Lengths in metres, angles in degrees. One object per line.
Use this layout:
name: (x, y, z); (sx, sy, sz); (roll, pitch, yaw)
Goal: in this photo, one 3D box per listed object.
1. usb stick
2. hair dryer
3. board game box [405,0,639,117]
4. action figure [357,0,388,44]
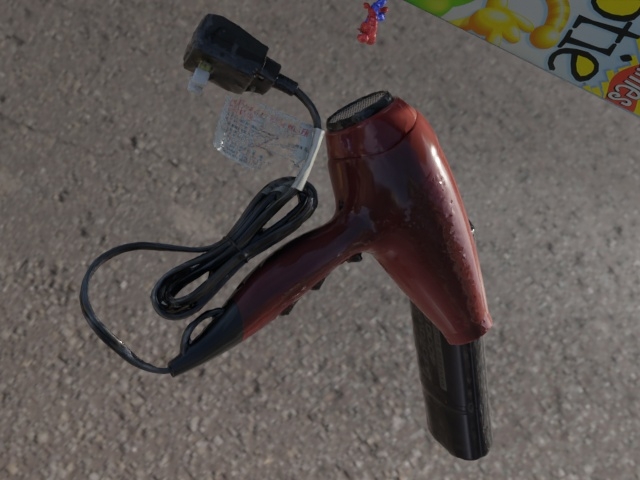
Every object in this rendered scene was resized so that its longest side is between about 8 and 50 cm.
usb stick: (0.110, 0.084, 0.853); (0.045, 0.278, 0.077); (-29, 40, -21)
hair dryer: (0.000, 0.000, 0.671); (0.294, 0.223, 0.080); (20, 0, -24)
board game box: (0.125, -0.207, 0.563); (0.275, 0.142, 0.144); (21, 49, -19)
action figure: (0.058, -0.254, 1.135); (0.030, 0.038, 0.115); (12, 37, 4)
